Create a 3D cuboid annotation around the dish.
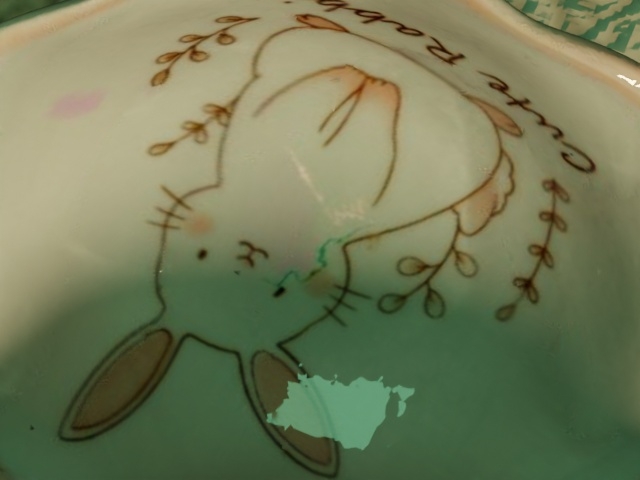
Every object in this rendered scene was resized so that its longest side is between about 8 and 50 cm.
[{"bbox_3d":[0.000,0.000,0.507,0.229,0.081,0.229,2,120,4],"label":"dish"}]
